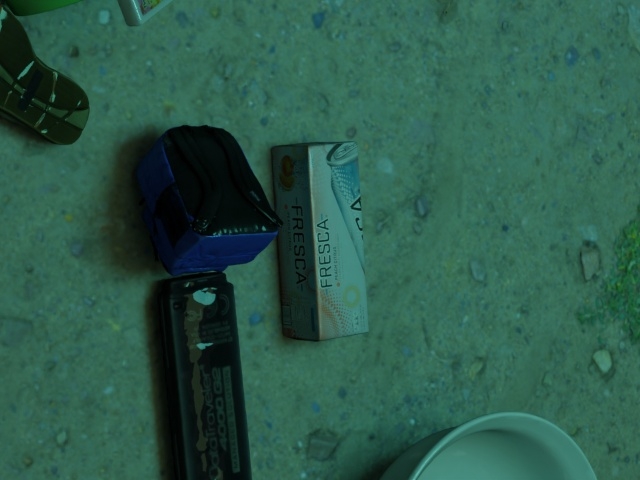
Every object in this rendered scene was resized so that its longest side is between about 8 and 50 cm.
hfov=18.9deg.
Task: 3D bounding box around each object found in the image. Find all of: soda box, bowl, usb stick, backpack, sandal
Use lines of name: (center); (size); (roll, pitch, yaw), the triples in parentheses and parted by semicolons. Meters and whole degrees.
soda box: (0.000, 0.000, 1.787); (0.063, 0.058, 0.183); (-8, 97, -38)
bowl: (0.131, 0.306, 1.856); (0.298, 0.134, 0.298); (-1, 92, -39)
usb stick: (-0.101, 0.169, 1.723); (0.077, 0.045, 0.278); (-9, 98, -31)
backpack: (-0.111, -0.035, 1.673); (0.098, 0.101, 0.120); (-1, 60, -42)
sandal: (-0.260, -0.138, 1.585); (0.180, 0.049, 0.072); (43, 71, -47)

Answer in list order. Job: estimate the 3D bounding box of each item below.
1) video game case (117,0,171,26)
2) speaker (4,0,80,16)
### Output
video game case: (-0.141, -0.272, 1.548); (0.143, 0.019, 0.157); (-48, 126, -48)
speaker: (-0.246, -0.337, 1.534); (0.131, 0.131, 0.296); (-30, 110, -34)
